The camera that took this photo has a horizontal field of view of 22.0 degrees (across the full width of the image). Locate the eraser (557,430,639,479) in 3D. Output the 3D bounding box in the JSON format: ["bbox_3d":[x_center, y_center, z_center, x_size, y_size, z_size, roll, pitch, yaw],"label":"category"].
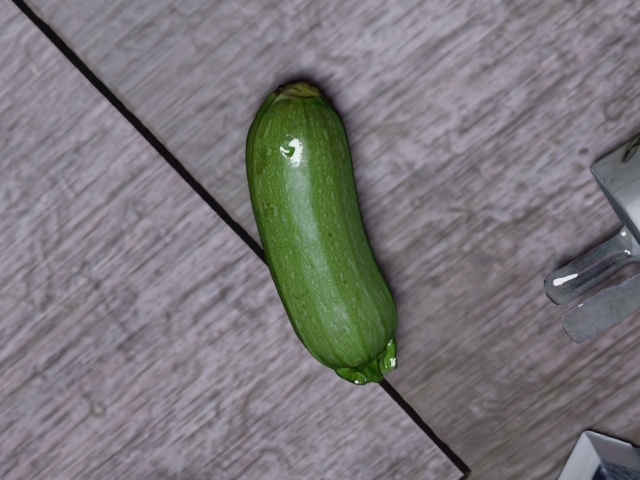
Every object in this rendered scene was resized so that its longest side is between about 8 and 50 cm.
[{"bbox_3d":[0.158,0.341,1.228,0.096,0.098,0.404,20,108,-15],"label":"eraser"}]

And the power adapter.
[{"bbox_3d":[0.242,-0.004,1.088,0.205,0.130,0.125,-33,111,5],"label":"power adapter"}]

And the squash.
[{"bbox_3d":[0.000,0.000,1.094,0.077,0.068,0.219,-21,112,-4],"label":"squash"}]
